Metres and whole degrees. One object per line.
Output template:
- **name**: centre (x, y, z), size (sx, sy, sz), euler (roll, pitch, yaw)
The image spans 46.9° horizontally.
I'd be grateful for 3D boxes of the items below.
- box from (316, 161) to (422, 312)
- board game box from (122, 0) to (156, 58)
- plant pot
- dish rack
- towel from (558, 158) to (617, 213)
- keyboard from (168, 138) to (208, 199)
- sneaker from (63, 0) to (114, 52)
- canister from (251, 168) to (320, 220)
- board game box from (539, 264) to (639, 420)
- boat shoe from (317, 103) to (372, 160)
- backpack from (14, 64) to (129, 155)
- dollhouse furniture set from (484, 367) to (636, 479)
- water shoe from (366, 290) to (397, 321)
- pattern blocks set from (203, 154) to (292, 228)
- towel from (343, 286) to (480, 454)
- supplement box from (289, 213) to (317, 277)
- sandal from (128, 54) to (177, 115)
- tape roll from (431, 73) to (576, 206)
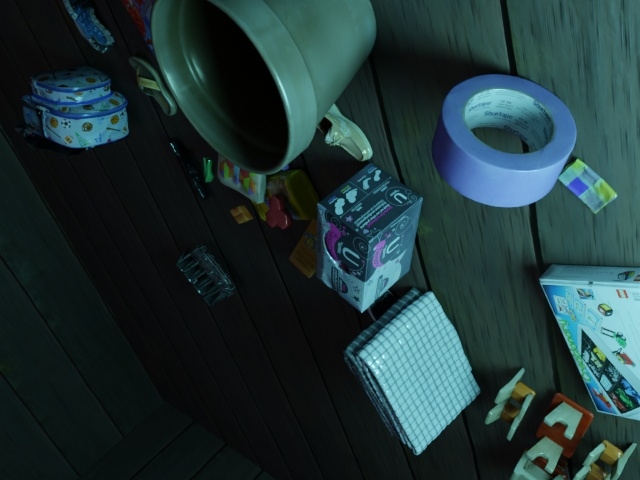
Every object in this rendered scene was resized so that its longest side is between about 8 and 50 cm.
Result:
- **box**: centre (0.093, 0.000, 1.487), size (0.142, 0.163, 0.247), euler (37, 150, 25)
- **board game box**: centre (-0.282, -0.482, 1.514), size (0.308, 0.086, 0.302), euler (2, 127, 54)
- **plant pot**: centre (-0.069, -0.317, 1.207), size (0.323, 0.280, 0.323), euler (35, 149, 24)
- **dish rack**: centre (-0.360, 0.108, 2.366), size (0.208, 0.074, 0.271), euler (51, 150, -7)
- **towel**: centre (0.401, -0.082, 1.113), size (0.083, 0.009, 0.060), euler (46, 153, 5)
- **keyboard**: centre (-0.352, -0.198, 2.032), size (0.192, 0.038, 0.100), euler (60, 173, -22)
- **sneaker**: centre (-0.609, -0.569, 1.895), size (0.083, 0.071, 0.190), euler (18, 139, 53)
- **canister**: centre (-0.085, -0.104, 1.711), size (0.170, 0.073, 0.126), euler (1, 125, 53)
- **board game box**: centre (0.508, 0.178, 1.232), size (0.193, 0.053, 0.305), euler (1, 126, 53)
- **boat shoe**: centre (0.027, -0.212, 1.432), size (0.170, 0.059, 0.063), euler (47, 152, 5)
- **backpack**: centre (-0.666, -0.363, 2.055), size (0.263, 0.276, 0.213), euler (31, 134, 25)
- **dollhouse furniture set**: centre (0.483, 0.414, 1.521), size (0.262, 0.135, 0.259), euler (34, 137, 26)
- **water shoe**: centre (0.123, 0.131, 1.727), size (0.203, 0.073, 0.080), euler (52, 174, 3)
- **pattern blocks set**: centre (-0.182, -0.171, 1.705), size (0.325, 0.026, 0.285), euler (15, 115, 47)
- **towel**: centre (0.200, 0.280, 1.606), size (0.121, 0.235, 0.283), euler (4, 127, 58)
- **supplement box**: centre (0.000, 0.000, 1.712), size (0.078, 0.080, 0.233), euler (43, 149, 6)
- **sandal**: centre (-0.433, -0.390, 1.878), size (0.072, 0.049, 0.180), euler (-5, 121, 57)
- **tape roll**: centre (0.258, -0.144, 1.052), size (0.189, 0.189, 0.080), euler (37, 150, 21)
